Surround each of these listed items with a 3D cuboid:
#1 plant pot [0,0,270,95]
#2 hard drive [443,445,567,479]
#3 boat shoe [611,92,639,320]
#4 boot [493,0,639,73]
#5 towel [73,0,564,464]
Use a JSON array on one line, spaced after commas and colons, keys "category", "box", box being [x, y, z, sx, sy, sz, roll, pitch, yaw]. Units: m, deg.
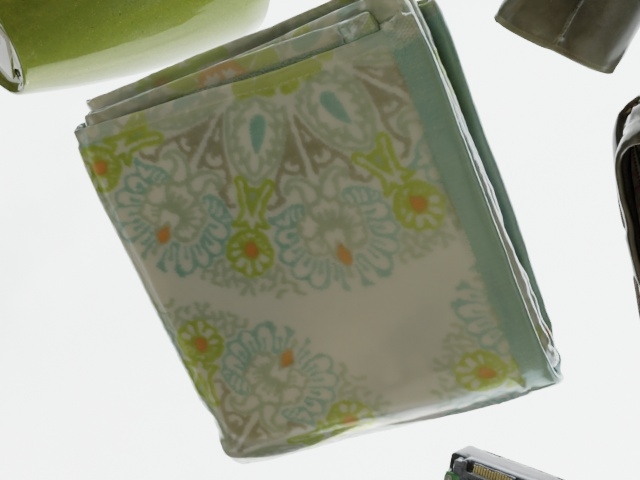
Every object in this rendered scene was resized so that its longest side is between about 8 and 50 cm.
[{"category": "plant pot", "box": [-0.257, -0.295, 1.174, 0.293, 0.275, 0.275, -36, -106, -28]}, {"category": "hard drive", "box": [0.213, 0.409, 1.059, 0.237, 0.064, 0.339, 14, -79, 31]}, {"category": "boat shoe", "box": [0.303, 0.039, 0.840, 0.112, 0.095, 0.335, -8, -67, 36]}, {"category": "boot", "box": [0.180, -0.234, 0.690, 0.190, 0.076, 0.208, 29, -54, -10]}, {"category": "towel", "box": [0.000, 0.000, 0.873, 0.320, 0.090, 0.374, -16, -72, 21]}]
